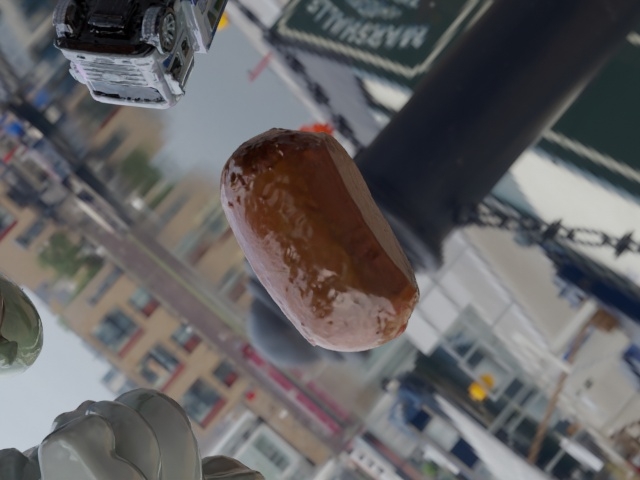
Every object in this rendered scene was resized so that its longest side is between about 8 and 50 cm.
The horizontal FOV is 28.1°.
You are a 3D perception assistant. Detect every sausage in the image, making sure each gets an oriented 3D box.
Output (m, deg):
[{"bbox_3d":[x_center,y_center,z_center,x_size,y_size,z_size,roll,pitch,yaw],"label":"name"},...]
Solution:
[{"bbox_3d":[-0.001,0.001,1.393,0.268,0.141,0.153,58,-164,0],"label":"sausage"}]

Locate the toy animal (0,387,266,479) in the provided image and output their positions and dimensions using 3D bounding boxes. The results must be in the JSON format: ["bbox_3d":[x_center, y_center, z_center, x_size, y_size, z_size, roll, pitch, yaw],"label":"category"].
[{"bbox_3d":[-0.171,0.258,1.102,0.241,0.196,0.367,64,-171,-1],"label":"toy animal"}]

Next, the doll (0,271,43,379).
[{"bbox_3d":[-0.334,0.072,1.229,0.155,0.113,0.275,46,-179,12],"label":"doll"}]

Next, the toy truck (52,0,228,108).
[{"bbox_3d":[-0.166,-0.256,1.330,0.124,0.268,0.155,8,149,16],"label":"toy truck"}]
